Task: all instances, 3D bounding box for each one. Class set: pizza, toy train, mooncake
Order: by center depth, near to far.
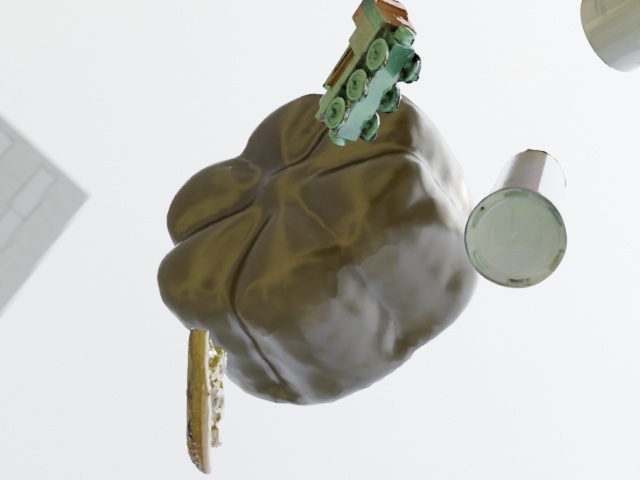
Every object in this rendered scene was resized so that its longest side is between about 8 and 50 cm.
[{"bbox_3d":[-0.115,0.156,1.264,0.035,0.160,0.099,4,-162,3],"label":"pizza"},{"bbox_3d":[0.054,-0.204,1.515,0.176,0.074,0.118,-54,-141,31],"label":"toy train"},{"bbox_3d":[0.000,0.000,1.790,0.467,0.262,0.467,-23,-146,17],"label":"mooncake"}]

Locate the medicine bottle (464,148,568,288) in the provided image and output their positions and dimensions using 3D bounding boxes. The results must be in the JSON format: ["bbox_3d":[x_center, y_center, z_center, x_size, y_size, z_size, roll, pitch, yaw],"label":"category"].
[{"bbox_3d":[0.246,-0.038,1.494,0.108,0.108,0.426,-35,-179,15],"label":"medicine bottle"}]

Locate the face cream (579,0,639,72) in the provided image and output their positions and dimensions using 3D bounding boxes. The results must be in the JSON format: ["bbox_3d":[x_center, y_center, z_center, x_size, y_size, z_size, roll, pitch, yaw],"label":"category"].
[{"bbox_3d":[0.399,-0.268,1.144,0.345,0.102,0.102,-26,-146,48],"label":"face cream"}]
